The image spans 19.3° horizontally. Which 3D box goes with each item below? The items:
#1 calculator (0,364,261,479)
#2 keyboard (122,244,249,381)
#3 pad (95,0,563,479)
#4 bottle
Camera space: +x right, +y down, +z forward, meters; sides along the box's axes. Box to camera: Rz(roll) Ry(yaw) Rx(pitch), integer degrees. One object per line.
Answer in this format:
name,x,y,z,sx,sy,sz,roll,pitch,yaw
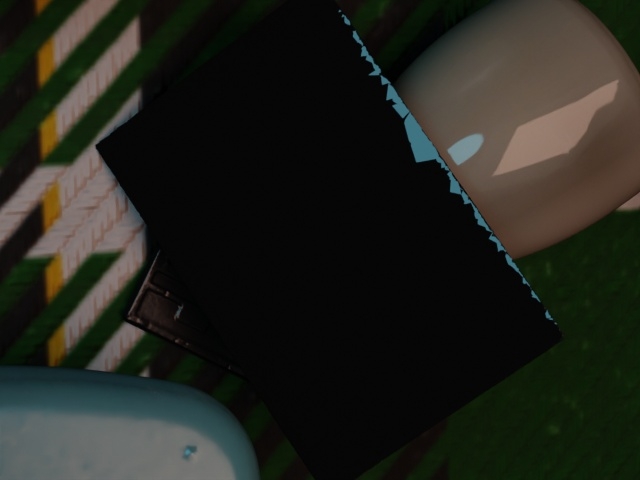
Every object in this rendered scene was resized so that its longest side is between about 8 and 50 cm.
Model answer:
calculator,-0.199,0.193,0.968,0.386,0.054,0.256,-4,85,-8
keyboard,-0.047,0.057,1.145,0.155,0.010,0.053,30,83,-27
pad,0.000,0.000,1.061,0.170,0.006,0.245,-36,83,13
bottle,0.073,-0.037,1.128,0.236,0.147,0.148,-33,110,-12
